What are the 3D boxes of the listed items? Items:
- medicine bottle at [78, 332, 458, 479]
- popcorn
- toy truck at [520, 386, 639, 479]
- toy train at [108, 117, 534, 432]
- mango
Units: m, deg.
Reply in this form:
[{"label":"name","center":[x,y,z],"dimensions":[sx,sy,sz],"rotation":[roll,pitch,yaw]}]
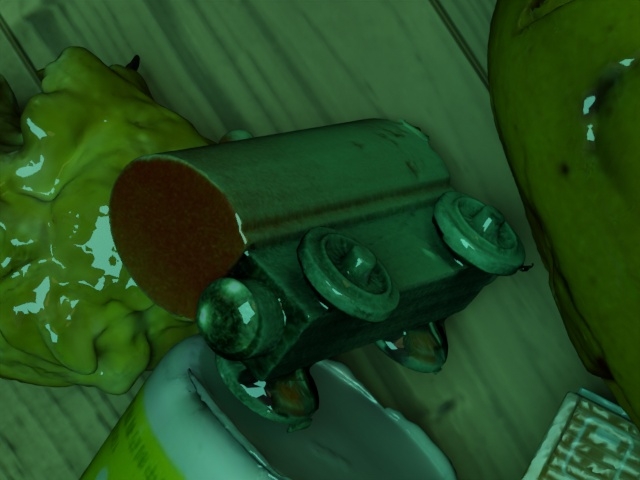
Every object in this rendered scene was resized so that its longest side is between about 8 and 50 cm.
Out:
[{"label":"medicine bottle","center":[-0.093,0.253,1.180],"dimensions":[0.213,0.213,0.378],"rotation":[37,108,8]},{"label":"popcorn","center":[-0.160,-0.003,1.211],"dimensions":[0.253,0.191,0.190],"rotation":[49,127,10]},{"label":"toy truck","center":[0.249,0.212,1.160],"dimensions":[0.305,0.136,0.162],"rotation":[27,89,12]},{"label":"toy train","center":[0.000,0.000,1.136],"dimensions":[0.177,0.285,0.116],"rotation":[47,120,17]},{"label":"mango","center":[0.210,-0.018,1.081],"dimensions":[0.182,0.253,0.365],"rotation":[-20,69,3]}]
